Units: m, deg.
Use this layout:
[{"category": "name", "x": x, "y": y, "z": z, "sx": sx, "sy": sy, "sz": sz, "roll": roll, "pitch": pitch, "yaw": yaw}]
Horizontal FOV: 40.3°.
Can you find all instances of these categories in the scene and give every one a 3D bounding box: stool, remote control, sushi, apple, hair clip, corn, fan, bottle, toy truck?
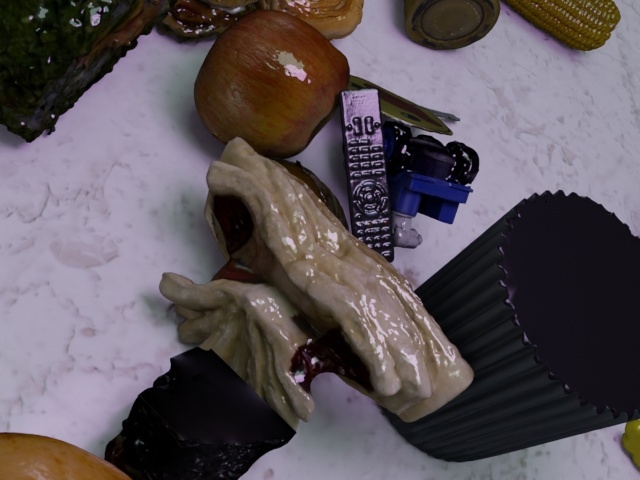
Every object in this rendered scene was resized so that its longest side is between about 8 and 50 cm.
[{"category": "stool", "x": 0.251, "y": 0.137, "z": 1.161, "sx": 0.297, "sy": 0.330, "sz": 0.297, "roll": 15, "pitch": 58, "yaw": -25}, {"category": "remote control", "x": 0.062, "y": -0.085, "z": 1.195, "sx": 0.063, "sy": 0.025, "sz": 0.245, "roll": -6, "pitch": 94, "yaw": -16}, {"category": "sushi", "x": -0.308, "y": -0.310, "z": 1.089, "sx": 0.178, "sy": 0.294, "sz": 0.352, "roll": 41, "pitch": 49, "yaw": -11}, {"category": "apple", "x": -0.070, "y": -0.217, "z": 1.235, "sx": 0.188, "sy": 0.211, "sz": 0.211, "roll": 37, "pitch": 51, "yaw": 2}, {"category": "hair clip", "x": 0.543, "y": 0.359, "z": 1.394, "sx": 0.173, "sy": 0.072, "sz": 0.046, "roll": 53, "pitch": 47, "yaw": -8}, {"category": "corn", "x": 0.451, "y": -0.514, "z": 1.775, "sx": 0.344, "sy": 0.131, "sz": 0.131, "roll": 31, "pitch": 52, "yaw": -13}, {"category": "sushi", "x": -0.157, "y": 0.236, "z": 0.968, "sx": 0.153, "sy": 0.150, "sz": 0.172, "roll": 42, "pitch": 19, "yaw": 12}, {"category": "fan", "x": 0.137, "y": -0.220, "z": 1.428, "sx": 0.229, "sy": 0.011, "sz": 0.335, "roll": 37, "pitch": 22, "yaw": 32}, {"category": "bottle", "x": 0.229, "y": -0.541, "z": 1.630, "sx": 0.171, "sy": 0.171, "sz": 0.351, "roll": 14, "pitch": 57, "yaw": -25}, {"category": "toy truck", "x": 0.120, "y": -0.081, "z": 1.296, "sx": 0.161, "sy": 0.213, "sz": 0.177, "roll": 12, "pitch": 97, "yaw": -27}]

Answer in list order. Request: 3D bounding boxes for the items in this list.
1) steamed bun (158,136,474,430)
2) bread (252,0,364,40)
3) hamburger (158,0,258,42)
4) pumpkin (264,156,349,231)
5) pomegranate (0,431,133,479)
[{"category": "steamed bun", "x": -0.049, "y": 0.094, "z": 1.078, "sx": 0.428, "sy": 0.247, "sz": 0.189, "roll": 49, "pitch": 41, "yaw": 16}, {"category": "bread", "x": -0.025, "y": -0.428, "z": 1.439, "sx": 0.198, "sy": 0.120, "sz": 0.236, "roll": 6, "pitch": 62, "yaw": -28}, {"category": "hamburger", "x": -0.184, "y": -0.412, "z": 1.330, "sx": 0.183, "sy": 0.130, "sz": 0.206, "roll": -9, "pitch": 67, "yaw": -37}, {"category": "pumpkin", "x": 0.004, "y": 0.002, "z": 1.193, "sx": 0.111, "sy": 0.163, "sz": 0.279, "roll": -17, "pitch": 76, "yaw": -41}, {"category": "pomegranate", "x": -0.303, "y": 0.329, "z": 0.701, "sx": 0.410, "sy": 0.410, "sz": 0.410, "roll": 15, "pitch": 58, "yaw": -25}]
